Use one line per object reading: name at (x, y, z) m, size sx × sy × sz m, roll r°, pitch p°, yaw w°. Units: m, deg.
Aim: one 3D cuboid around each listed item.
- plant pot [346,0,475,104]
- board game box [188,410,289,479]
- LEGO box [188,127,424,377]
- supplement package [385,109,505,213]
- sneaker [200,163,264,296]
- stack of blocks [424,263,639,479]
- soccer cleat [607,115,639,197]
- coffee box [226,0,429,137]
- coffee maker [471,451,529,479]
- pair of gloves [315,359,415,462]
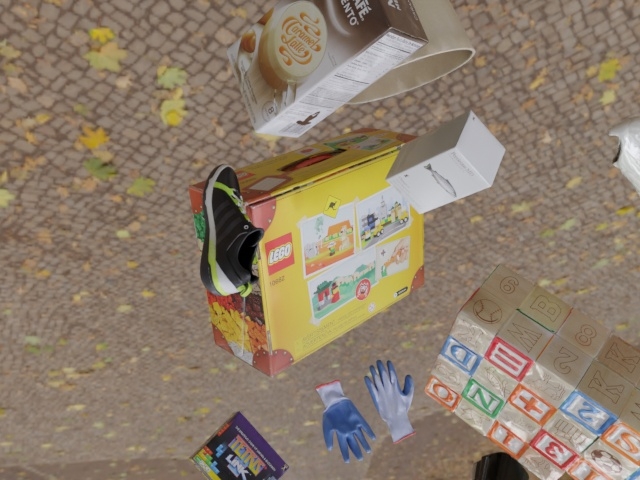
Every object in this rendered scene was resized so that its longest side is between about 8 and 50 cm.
plant pot at (0.116, -0.426, 1.186) m, size 0.256 × 0.274 × 0.256 m, roll -19°, pitch 180°, yaw 0°
board game box at (-0.174, 0.480, 1.392) m, size 0.141 × 0.170 × 0.048 m, roll -43°, pitch -177°, yaw -29°
LEGO box at (0.000, 0.000, 1.396) m, size 0.500 × 0.193 × 0.373 m, roll -24°, pitch 120°, yaw -38°
supplement package at (0.227, -0.140, 1.185) m, size 0.105 × 0.105 × 0.179 m, roll 43°, pitch 145°, yaw -19°
sneaker at (-0.131, -0.018, 1.046) m, size 0.097 × 0.235 × 0.084 m, roll -10°, pitch 158°, yaw 19°
stack of blocks at (0.267, 0.178, 0.665) m, size 0.087 × 0.297 × 0.171 m, roll -41°, pitch 154°, yaw -33°
soccer cleat at (0.561, -0.129, 1.143) m, size 0.076 × 0.068 × 0.196 m, roll -14°, pitch 119°, yaw 24°
coffee box at (0.002, -0.261, 0.867) m, size 0.246 × 0.141 × 0.098 m, roll -31°, pitch 164°, yaw 35°
coffee maker at (0.396, 0.566, 1.405) m, size 0.171 × 0.178 × 0.120 m, roll -8°, pitch 120°, yaw 32°
pair of gloves at (0.092, 0.321, 1.224) m, size 0.198 × 0.159 × 0.023 m, roll -20°, pitch 172°, yaw -6°
